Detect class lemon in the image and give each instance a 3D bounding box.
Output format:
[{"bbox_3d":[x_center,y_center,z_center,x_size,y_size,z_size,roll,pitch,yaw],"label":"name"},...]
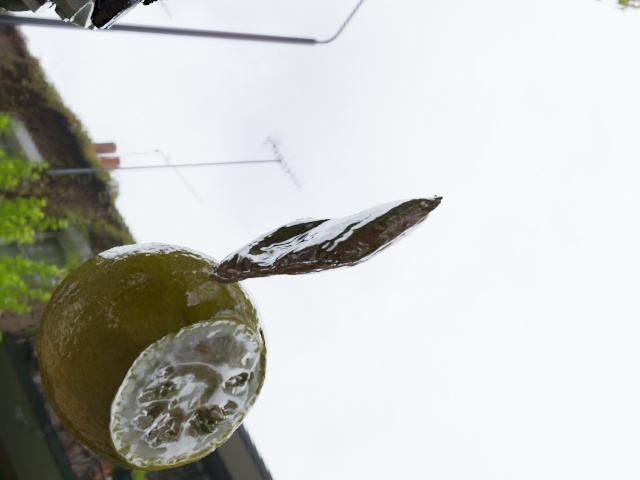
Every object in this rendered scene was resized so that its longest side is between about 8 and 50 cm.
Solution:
[{"bbox_3d":[-0.191,0.112,0.932,0.219,0.240,0.240,35,-60,41],"label":"lemon"}]

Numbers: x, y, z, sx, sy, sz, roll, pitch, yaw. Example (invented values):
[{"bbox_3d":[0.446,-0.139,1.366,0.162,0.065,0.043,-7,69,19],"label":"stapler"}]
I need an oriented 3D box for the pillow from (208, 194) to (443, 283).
[{"bbox_3d":[-0.002,0.001,0.745,0.211,0.135,0.034,-9,-70,48],"label":"pillow"}]

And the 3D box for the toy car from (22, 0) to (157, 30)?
[{"bbox_3d":[-0.222,-0.253,0.697,0.193,0.118,0.301,50,-4,-19],"label":"toy car"}]

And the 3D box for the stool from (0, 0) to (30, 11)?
[{"bbox_3d":[-0.299,-0.293,0.907,0.110,0.096,0.096,4,-80,10],"label":"stool"}]
